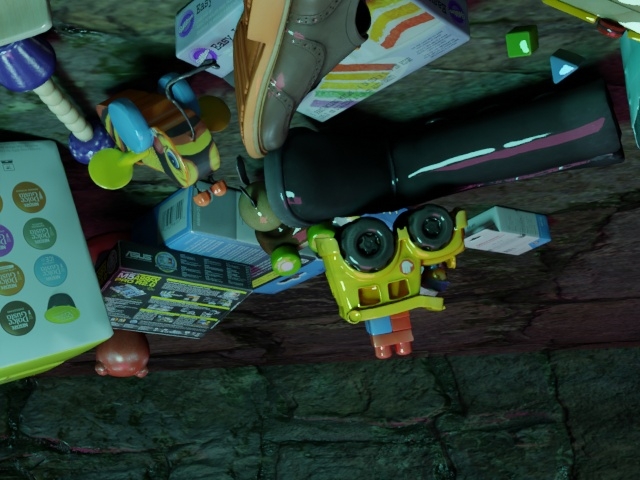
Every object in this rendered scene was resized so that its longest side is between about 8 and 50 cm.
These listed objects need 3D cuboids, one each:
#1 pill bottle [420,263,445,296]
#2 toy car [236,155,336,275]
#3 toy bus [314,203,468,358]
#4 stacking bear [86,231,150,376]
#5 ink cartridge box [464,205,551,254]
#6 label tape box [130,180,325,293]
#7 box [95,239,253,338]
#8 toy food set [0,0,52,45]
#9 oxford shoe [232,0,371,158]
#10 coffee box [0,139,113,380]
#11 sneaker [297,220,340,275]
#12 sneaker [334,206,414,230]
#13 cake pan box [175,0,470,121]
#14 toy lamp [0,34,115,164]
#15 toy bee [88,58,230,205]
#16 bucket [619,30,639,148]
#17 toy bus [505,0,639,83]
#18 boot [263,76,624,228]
[{"bbox_3d":[0.210,0.061,1.623,0.131,0.131,0.229,-7,159,11],"label":"pill bottle"},{"bbox_3d":[-0.078,-0.063,1.239,0.149,0.155,0.188,-33,130,14],"label":"toy car"},{"bbox_3d":[0.119,0.060,1.086,0.220,0.211,0.149,-13,178,-6],"label":"toy bus"},{"bbox_3d":[-0.409,0.142,1.527,0.175,0.289,0.164,10,156,-30],"label":"stacking bear"},{"bbox_3d":[0.377,-0.021,1.525,0.180,0.060,0.104,8,157,-28],"label":"ink cartridge box"},{"bbox_3d":[-0.166,0.007,1.455,0.348,0.115,0.249,12,155,-37],"label":"label tape box"},{"bbox_3d":[-0.298,0.102,1.383,0.270,0.060,0.216,13,140,-35],"label":"box"},{"bbox_3d":[-0.446,-0.272,0.692,0.220,0.092,0.306,-10,159,18],"label":"toy food set"},{"bbox_3d":[-0.019,-0.191,0.743,0.133,0.129,0.363,-4,160,-11],"label":"oxford shoe"},{"bbox_3d":[-0.580,0.069,1.121,0.338,0.334,0.338,-12,171,-44],"label":"coffee box"},{"bbox_3d":[0.000,0.000,1.520,0.232,0.090,0.115,-26,144,29],"label":"sneaker"},{"bbox_3d":[0.102,-0.054,1.397,0.126,0.091,0.240,-45,131,-6],"label":"sneaker"},{"bbox_3d":[-0.003,-0.249,0.857,0.246,0.070,0.267,19,151,-41],"label":"cake pan box"},{"bbox_3d":[-0.351,-0.190,0.954,0.080,0.080,0.274,-4,161,2],"label":"toy lamp"},{"bbox_3d":[-0.194,-0.117,0.913,0.195,0.162,0.298,-27,-161,-6],"label":"toy bee"},{"bbox_3d":[0.474,-0.226,0.819,0.281,0.183,0.281,-3,160,-1],"label":"bucket"},{"bbox_3d":[0.270,-0.283,0.730,0.191,0.202,0.104,-13,-160,42],"label":"toy bus"},{"bbox_3d":[0.187,-0.123,1.033,0.445,0.146,0.367,-7,-177,23],"label":"boot"}]
